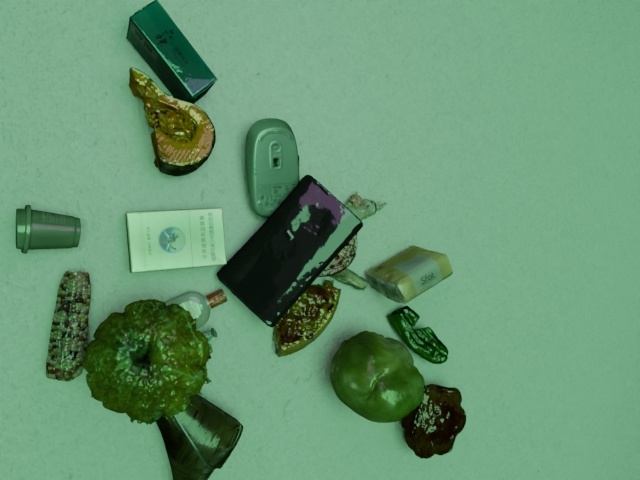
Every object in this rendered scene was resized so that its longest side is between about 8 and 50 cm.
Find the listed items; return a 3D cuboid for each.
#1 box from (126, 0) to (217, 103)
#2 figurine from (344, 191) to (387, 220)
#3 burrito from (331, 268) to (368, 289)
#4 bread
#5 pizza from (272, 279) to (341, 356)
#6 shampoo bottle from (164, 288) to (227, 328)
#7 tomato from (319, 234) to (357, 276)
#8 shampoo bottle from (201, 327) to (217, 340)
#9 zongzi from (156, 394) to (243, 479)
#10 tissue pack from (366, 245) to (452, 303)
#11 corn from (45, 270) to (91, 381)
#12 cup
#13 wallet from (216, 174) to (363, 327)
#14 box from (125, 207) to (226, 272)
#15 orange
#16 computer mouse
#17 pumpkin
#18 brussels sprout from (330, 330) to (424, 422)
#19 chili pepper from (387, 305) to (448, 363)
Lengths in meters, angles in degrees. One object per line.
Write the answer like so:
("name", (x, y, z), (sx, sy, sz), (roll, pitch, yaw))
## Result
("box", (-0.399, -0.487, 1.365), (0.092, 0.153, 0.245), (-44, 108, -18))
("figurine", (0.133, -0.111, 1.635), (0.146, 0.081, 0.098), (-36, 103, -19))
("burrito", (0.088, 0.118, 1.637), (0.149, 0.041, 0.055), (27, 93, -21))
("bread", (0.381, 0.604, 1.715), (0.231, 0.135, 0.247), (15, 84, -23))
("pizza", (-0.063, 0.205, 1.551), (0.289, 0.081, 0.229), (-43, 106, -16))
("shampoo bottle", (-0.369, 0.200, 1.433), (0.220, 0.051, 0.108), (-25, 96, -22))
("tomato", (0.001, 0.001, 1.571), (0.224, 0.085, 0.225), (1, 87, -13))
("shampoo bottle", (-0.384, 0.302, 1.419), (0.204, 0.065, 0.065), (-25, 100, -21))
("zongzi", (-0.393, 0.566, 1.381), (0.286, 0.138, 0.300), (38, 77, -16))
("tissue pack", (0.284, 0.106, 1.647), (0.222, 0.186, 0.090), (-25, 113, -22))
("corn", (-0.640, 0.218, 1.300), (0.092, 0.092, 0.281), (6, 83, -23))
("cup", (-0.678, -0.027, 1.271), (0.141, 0.120, 0.120), (0, 90, -35))
("wallet", (-0.088, 0.028, 1.477), (0.228, 0.062, 0.406), (42, 89, 0))
("box", (-0.396, -0.002, 1.409), (0.256, 0.069, 0.164), (-4, 91, -22))
("orange", (-0.420, 0.295, 1.246), (0.300, 0.223, 0.301), (-32, 82, -22))
("computer mouse", (-0.145, -0.213, 1.508), (0.159, 0.097, 0.289), (-9, 108, -25))
("pumpkin", (-0.424, -0.296, 1.363), (0.280, 0.139, 0.190), (31, 78, -19))
("brussels sprout", (0.167, 0.402, 1.549), (0.273, 0.317, 0.243), (8, 114, -3))
("chili pepper", (0.328, 0.325, 1.724), (0.253, 0.083, 0.099), (46, 72, -12))
